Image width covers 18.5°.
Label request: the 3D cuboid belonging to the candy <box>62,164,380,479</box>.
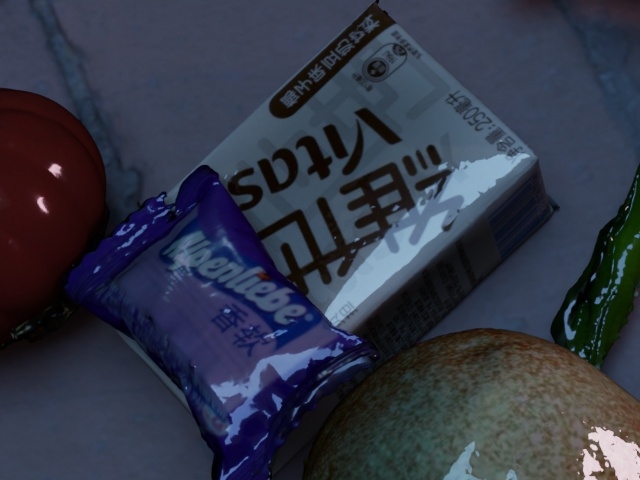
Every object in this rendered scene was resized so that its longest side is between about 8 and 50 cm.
[{"bbox_3d":[-0.073,0.058,1.378,0.145,0.070,0.275,-40,47,-4],"label":"candy"}]

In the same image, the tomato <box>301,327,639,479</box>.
[{"bbox_3d":[0.132,0.192,1.314,0.239,0.303,0.303,-43,67,-7],"label":"tomato"}]

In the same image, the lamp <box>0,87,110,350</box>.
[{"bbox_3d":[-0.262,-0.010,1.523,0.226,0.227,0.227,-4,69,11],"label":"lamp"}]

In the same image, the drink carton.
[{"bbox_3d":[0.000,-0.001,1.500,0.324,0.132,0.194,-43,66,-5],"label":"drink carton"}]

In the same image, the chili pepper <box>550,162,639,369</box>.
[{"bbox_3d":[0.256,-0.016,1.485,0.076,0.085,0.359,8,72,61],"label":"chili pepper"}]
